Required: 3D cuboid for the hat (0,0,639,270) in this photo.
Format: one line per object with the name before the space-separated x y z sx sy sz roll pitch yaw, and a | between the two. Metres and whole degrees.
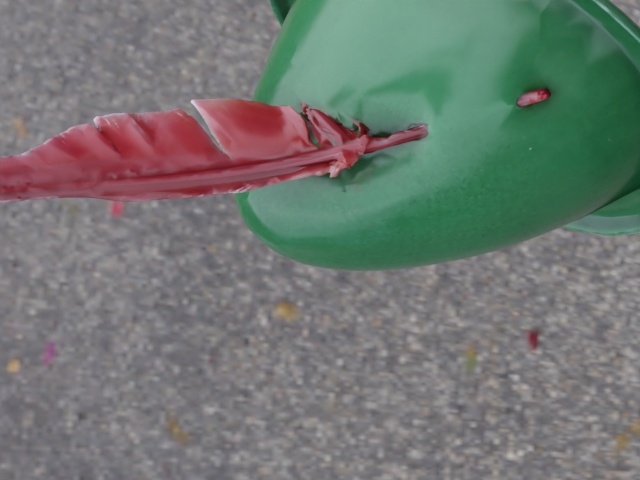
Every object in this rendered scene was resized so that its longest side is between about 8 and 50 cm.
hat | 0.000 0.000 0.533 0.208 0.173 0.184 26 67 19
